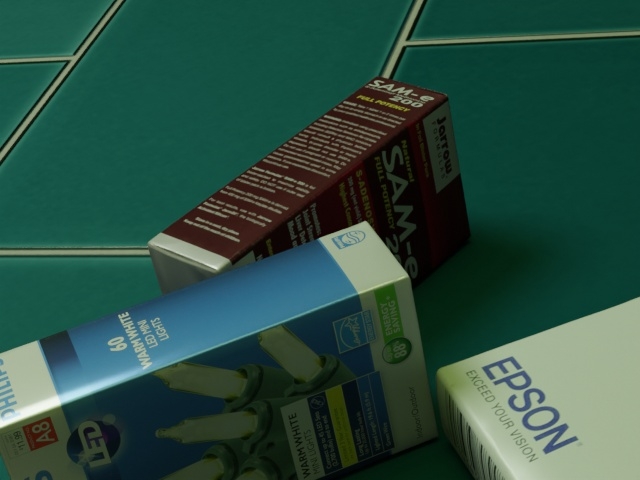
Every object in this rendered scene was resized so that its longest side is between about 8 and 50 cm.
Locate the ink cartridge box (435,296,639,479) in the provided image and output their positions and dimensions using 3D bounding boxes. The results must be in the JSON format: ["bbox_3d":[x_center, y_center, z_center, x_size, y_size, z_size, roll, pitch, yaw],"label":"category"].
[{"bbox_3d":[0.275,0.125,0.905,0.330,0.071,0.324,-20,33,-10],"label":"ink cartridge box"}]

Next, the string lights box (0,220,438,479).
[{"bbox_3d":[-0.067,0.099,0.996,0.260,0.133,0.077,-21,34,-11],"label":"string lights box"}]

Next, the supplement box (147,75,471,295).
[{"bbox_3d":[0.000,0.000,1.128,0.073,0.130,0.239,19,45,38],"label":"supplement box"}]
